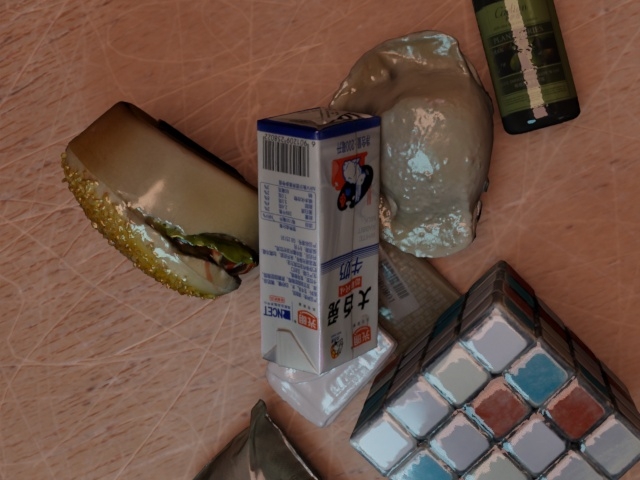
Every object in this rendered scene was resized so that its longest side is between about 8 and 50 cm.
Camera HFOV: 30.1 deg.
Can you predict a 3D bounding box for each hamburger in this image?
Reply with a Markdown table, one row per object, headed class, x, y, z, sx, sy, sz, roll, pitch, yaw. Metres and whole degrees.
| class | x | y | z | sx | sy | sz | roll | pitch | yaw |
| --- | --- | --- | --- | --- | --- | --- | --- | --- | --- |
| hamburger | -0.200 | -0.049 | 1.546 | 0.302 | 0.302 | 0.170 | 34 | 92 | 8 |

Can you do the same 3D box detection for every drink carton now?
| class | x | y | z | sx | sy | sz | roll | pitch | yaw |
| --- | --- | --- | --- | --- | --- | --- | --- | --- | --- |
| drink carton | 0.000 | 0.000 | 1.485 | 0.106 | 0.130 | 0.315 | 12 | 110 | 39 |

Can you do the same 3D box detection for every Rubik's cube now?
| class | x | y | z | sx | sy | sz | roll | pitch | yaw |
| --- | --- | --- | --- | --- | --- | --- | --- | --- | --- |
| Rubik's cube | 0.221 | 0.213 | 1.474 | 0.253 | 0.256 | 0.259 | 43 | 103 | 0 |

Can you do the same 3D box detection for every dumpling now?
| class | x | y | z | sx | sy | sz | roll | pitch | yaw |
| --- | --- | --- | --- | --- | --- | --- | --- | --- | --- |
| dumpling | 0.109 | -0.122 | 1.526 | 0.227 | 0.175 | 0.243 | -3 | 65 | 12 |

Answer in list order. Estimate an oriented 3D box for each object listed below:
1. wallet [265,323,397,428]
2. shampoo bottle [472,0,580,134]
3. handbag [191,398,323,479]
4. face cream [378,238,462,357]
| class | x | y | z | sx | sy | sz | roll | pitch | yaw |
| --- | --- | --- | --- | --- | --- | --- | --- | --- | --- |
| wallet | 0.010 | 0.164 | 1.626 | 0.124 | 0.032 | 0.183 | 42 | 111 | 6 |
| shampoo bottle | 0.252 | -0.282 | 1.522 | 0.101 | 0.101 | 0.284 | -14 | 91 | 13 |
| handbag | -0.056 | 0.375 | 1.631 | 0.182 | 0.117 | 0.270 | -43 | 83 | 20 |
| face cream | 0.066 | 0.019 | 1.602 | 0.137 | 0.084 | 0.341 | -39 | 94 | 14 |
